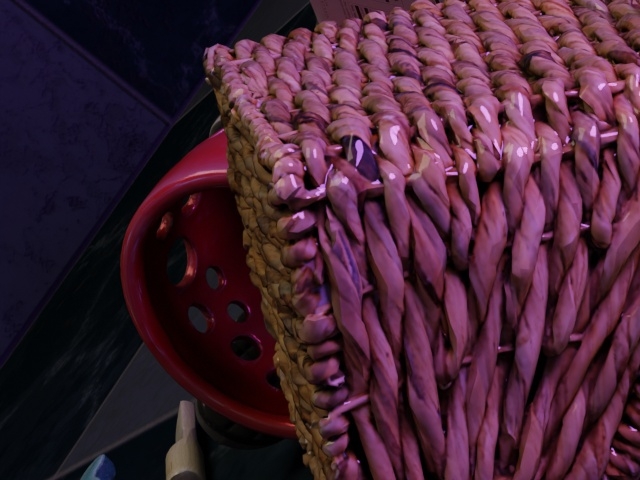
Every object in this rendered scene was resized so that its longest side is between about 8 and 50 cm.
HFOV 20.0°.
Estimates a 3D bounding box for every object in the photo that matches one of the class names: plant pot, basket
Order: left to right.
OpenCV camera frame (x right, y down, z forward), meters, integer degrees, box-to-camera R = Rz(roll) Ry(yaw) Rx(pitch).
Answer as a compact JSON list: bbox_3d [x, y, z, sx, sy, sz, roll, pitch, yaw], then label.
[{"bbox_3d":[0.000,0.000,1.111,0.191,0.191,0.174,-42,5,40],"label":"plant pot"},{"bbox_3d":[0.083,0.006,0.840,0.223,0.214,0.299,-14,16,-6],"label":"basket"}]

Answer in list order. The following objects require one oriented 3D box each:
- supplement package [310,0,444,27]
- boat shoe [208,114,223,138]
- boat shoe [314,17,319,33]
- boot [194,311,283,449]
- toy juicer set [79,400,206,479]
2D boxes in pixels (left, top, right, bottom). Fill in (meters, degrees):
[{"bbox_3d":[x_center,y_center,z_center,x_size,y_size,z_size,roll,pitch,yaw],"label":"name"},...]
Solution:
[{"bbox_3d":[0.120,-0.200,1.094,0.203,0.149,0.194,17,60,31],"label":"supplement package"},{"bbox_3d":[-0.032,-0.115,1.728,0.340,0.127,0.113,133,160,-72],"label":"boat shoe"},{"bbox_3d":[0.042,-0.144,1.237,0.102,0.285,0.092,4,6,35],"label":"boat shoe"},{"bbox_3d":[-0.038,0.092,1.274,0.161,0.083,0.246,-51,3,41],"label":"boot"},{"bbox_3d":[-0.188,0.235,1.338,0.329,0.089,0.209,-54,11,-15],"label":"toy juicer set"}]
